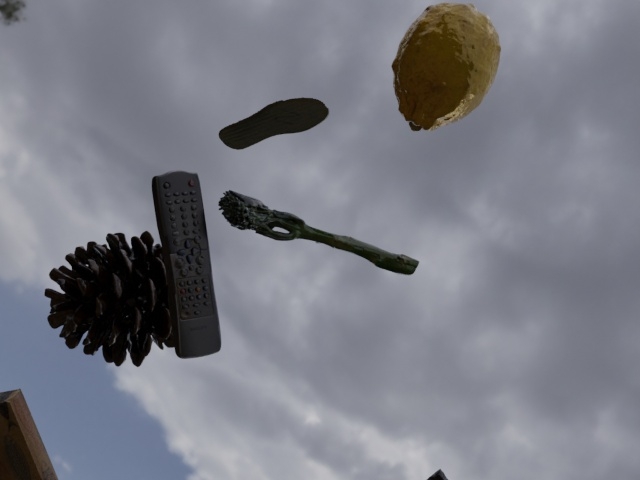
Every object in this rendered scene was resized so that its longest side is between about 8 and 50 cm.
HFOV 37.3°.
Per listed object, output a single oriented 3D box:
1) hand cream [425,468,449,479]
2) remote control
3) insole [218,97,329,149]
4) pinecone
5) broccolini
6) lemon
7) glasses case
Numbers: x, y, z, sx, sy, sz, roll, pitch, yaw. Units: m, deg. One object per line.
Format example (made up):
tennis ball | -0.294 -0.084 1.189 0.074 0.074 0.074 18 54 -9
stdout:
hand cream | 0.041 0.395 1.128 0.336 0.076 0.121 -33 -82 18
remote control | -0.151 0.026 1.070 0.028 0.059 0.212 -11 -94 63
insole | -0.067 -0.159 1.296 0.188 0.004 0.064 -15 -45 37
pinecone | -0.296 0.085 1.354 0.207 0.207 0.208 31 -37 26
broccolini | -0.004 0.004 1.116 0.254 0.071 0.057 23 -42 -20
lemon | 0.136 -0.190 1.039 0.114 0.155 0.114 22 -6 2
glasses case | -0.273 0.220 0.852 0.064 0.041 0.170 -12 -75 18
